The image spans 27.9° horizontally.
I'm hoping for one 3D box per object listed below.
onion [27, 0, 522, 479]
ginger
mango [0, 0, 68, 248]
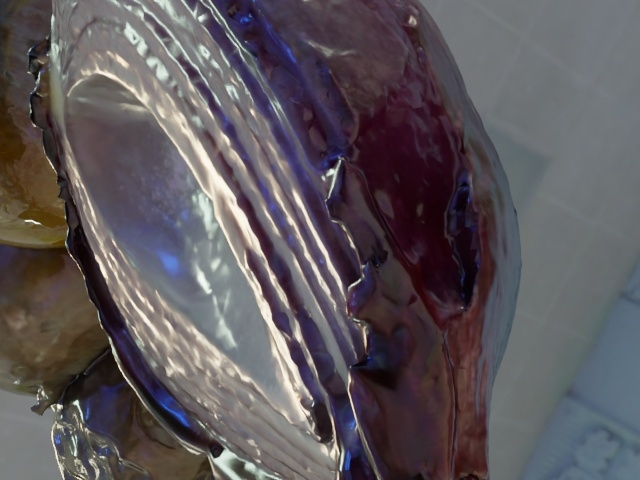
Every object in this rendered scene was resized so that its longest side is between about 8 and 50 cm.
[{"bbox_3d":[0.000,0.000,0.456,0.120,0.283,0.227,-18,-39,-25],"label":"onion"},{"bbox_3d":[-0.129,0.068,0.887,0.256,0.375,0.176,-43,8,35],"label":"ginger"},{"bbox_3d":[-0.222,-0.130,0.750,0.199,0.384,0.221,16,-76,-60],"label":"mango"}]
